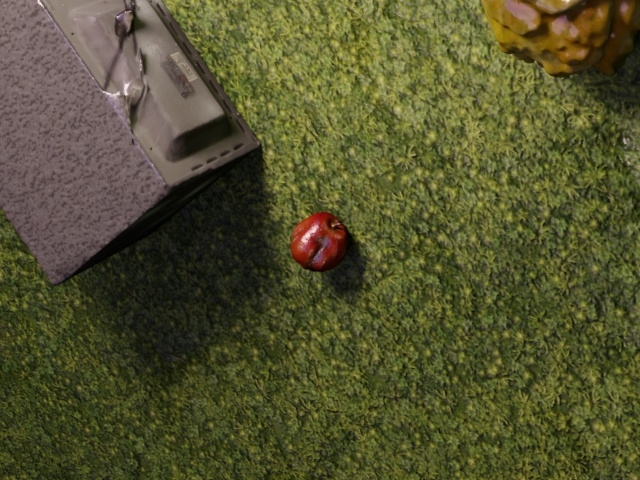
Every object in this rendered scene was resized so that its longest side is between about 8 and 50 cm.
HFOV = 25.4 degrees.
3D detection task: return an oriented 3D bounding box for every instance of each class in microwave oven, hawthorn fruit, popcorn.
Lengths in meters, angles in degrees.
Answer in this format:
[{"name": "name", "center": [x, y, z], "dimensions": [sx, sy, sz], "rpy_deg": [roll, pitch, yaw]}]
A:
[{"name": "microwave oven", "center": [-0.358, -0.216, 2.132], "dimensions": [0.374, 0.236, 0.432], "rpy_deg": [-36, 89, 37]}, {"name": "hawthorn fruit", "center": [0.000, 0.000, 2.086], "dimensions": [0.093, 0.093, 0.093], "rpy_deg": [13, 116, 28]}, {"name": "popcorn", "center": [0.292, -0.319, 1.690], "dimensions": [0.233, 0.192, 0.266], "rpy_deg": [18, 123, 25]}]
